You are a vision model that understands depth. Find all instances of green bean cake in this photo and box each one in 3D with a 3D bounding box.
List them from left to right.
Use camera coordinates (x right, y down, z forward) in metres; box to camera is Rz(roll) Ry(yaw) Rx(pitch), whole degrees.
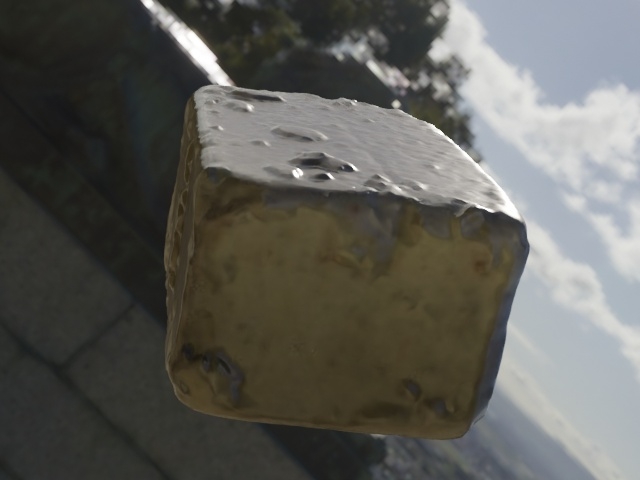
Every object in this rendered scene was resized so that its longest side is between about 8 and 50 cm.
[{"bbox_3d":[0.000,0.000,0.508,0.109,0.085,0.179,7,16,-8],"label":"green bean cake"}]
